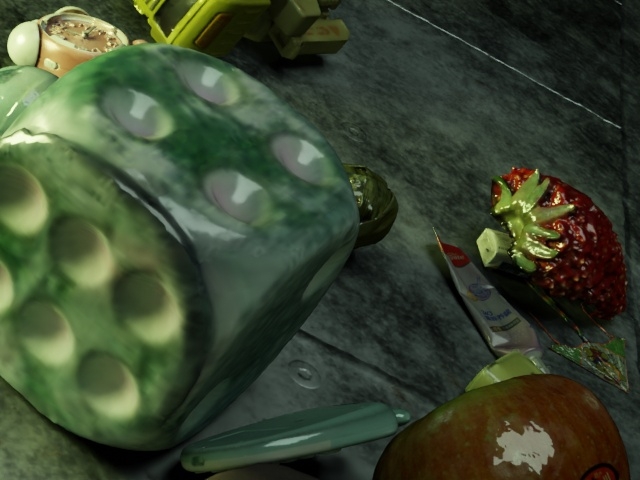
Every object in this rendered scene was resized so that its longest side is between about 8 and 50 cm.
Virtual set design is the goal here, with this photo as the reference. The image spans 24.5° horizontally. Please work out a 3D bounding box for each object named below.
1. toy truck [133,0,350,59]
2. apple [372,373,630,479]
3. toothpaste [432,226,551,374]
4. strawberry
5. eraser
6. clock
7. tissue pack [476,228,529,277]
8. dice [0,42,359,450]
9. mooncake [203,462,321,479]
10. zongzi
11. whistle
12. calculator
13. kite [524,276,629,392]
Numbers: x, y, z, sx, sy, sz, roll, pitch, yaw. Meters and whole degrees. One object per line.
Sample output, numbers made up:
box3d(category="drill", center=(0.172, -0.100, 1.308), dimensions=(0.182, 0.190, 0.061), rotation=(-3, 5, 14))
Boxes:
box3d(category="toy truck", center=(-0.118, -0.404, 2.385), dimensions=(0.254, 0.180, 0.405), rotation=(53, 33, 16))
box3d(category="apple", center=(0.210, 0.295, 1.650), dimensions=(0.309, 0.277, 0.250), rotation=(-18, 69, -23))
box3d(category="toothpaste", center=(0.248, 0.095, 2.160), dimensions=(0.075, 0.048, 0.301), rotation=(0, 42, -36))
box3d(category="strawberry", center=(0.400, -0.007, 2.293), dimensions=(0.306, 0.138, 0.233), rotation=(22, 33, -44))
box3d(category="eraser", center=(0.290, 0.233, 1.996), dimensions=(0.172, 0.058, 0.117), rotation=(45, 33, 18))
box3d(category="clock", center=(-0.344, -0.258, 2.073), dimensions=(0.162, 0.093, 0.166), rotation=(30, 31, 12))
box3d(category="tissue pack", center=(0.290, 0.020, 2.297), dimensions=(0.083, 0.042, 0.062), rotation=(17, 38, -27))
box3d(category="dice", center=(-0.183, 0.007, 1.621), dimensions=(0.328, 0.330, 0.348), rotation=(39, 31, 10))
box3d(category="mooncake", center=(-0.058, 0.342, 1.464), dimensions=(0.245, 0.133, 0.245), rotation=(23, 34, -17))
box3d(category="zongzi", center=(0.000, 0.000, 1.991), dimensions=(0.251, 0.125, 0.274), rotation=(9, 42, -21))
box3d(category="whistle", center=(-0.379, -0.125, 1.789), dimensions=(0.163, 0.163, 0.290), rotation=(35, 31, 3))
box3d(category="calculator", center=(-0.022, 0.216, 1.641), dimensions=(0.295, 0.184, 0.042), rotation=(-7, 86, -44))
box3d(category="kite", center=(0.399, 0.141, 2.267), dimensions=(0.198, 0.006, 0.244), rotation=(-6, 49, -45))
